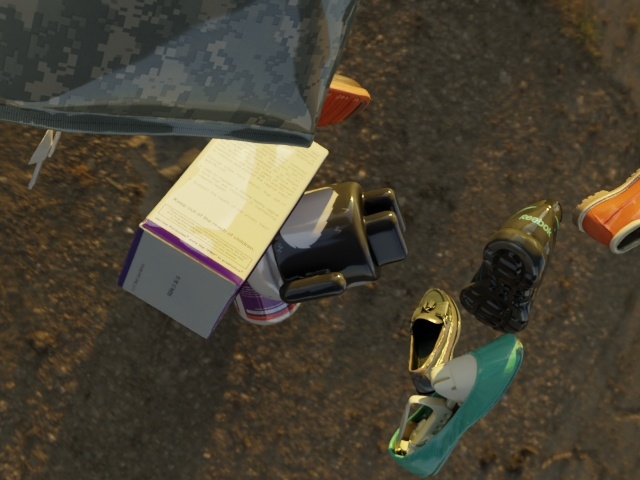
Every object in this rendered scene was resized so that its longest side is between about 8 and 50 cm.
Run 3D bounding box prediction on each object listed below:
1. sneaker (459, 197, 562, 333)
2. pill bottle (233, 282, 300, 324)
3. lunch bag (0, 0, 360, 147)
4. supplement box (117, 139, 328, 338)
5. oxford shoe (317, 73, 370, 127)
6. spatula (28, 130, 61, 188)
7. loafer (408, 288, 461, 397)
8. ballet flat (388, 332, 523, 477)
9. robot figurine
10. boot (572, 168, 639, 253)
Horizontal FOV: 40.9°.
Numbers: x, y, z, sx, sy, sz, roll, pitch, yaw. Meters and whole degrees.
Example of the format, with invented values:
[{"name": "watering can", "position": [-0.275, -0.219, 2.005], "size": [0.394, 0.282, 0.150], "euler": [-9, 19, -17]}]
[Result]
[{"name": "sneaker", "position": [0.263, 0.040, 1.144], "size": [0.106, 0.101, 0.267], "euler": [-52, 167, -23]}, {"name": "pill bottle", "position": [-0.153, 0.047, 2.100], "size": [0.181, 0.181, 0.323], "euler": [-36, 141, -22]}, {"name": "lunch bag", "position": [-0.118, -0.200, 0.569], "size": [0.286, 0.169, 0.235], "euler": [0, 125, -34]}, {"name": "supplement box", "position": [-0.097, -0.027, 0.891], "size": [0.113, 0.111, 0.220], "euler": [32, 50, -2]}, {"name": "oxford shoe", "position": [-0.085, -0.255, 1.271], "size": [0.363, 0.130, 0.133], "euler": [6, 63, -33]}, {"name": "spatula", "position": [-0.409, -0.167, 1.328], "size": [0.019, 0.242, 0.168], "euler": [30, 65, -16]}, {"name": "loafer", "position": [0.220, 0.187, 1.708], "size": [0.084, 0.096, 0.268], "euler": [50, 33, -32]}, {"name": "ballet flat", "position": [0.166, 0.213, 1.123], "size": [0.087, 0.083, 0.247], "euler": [22, 115, -19]}, {"name": "robot figurine", "position": [-0.001, 0.000, 1.405], "size": [0.278, 0.209, 0.174], "euler": [-13, 92, 13]}, {"name": "boot", "position": [0.400, -0.040, 1.053], "size": [0.157, 0.085, 0.059], "euler": [-31, 130, -4]}]
